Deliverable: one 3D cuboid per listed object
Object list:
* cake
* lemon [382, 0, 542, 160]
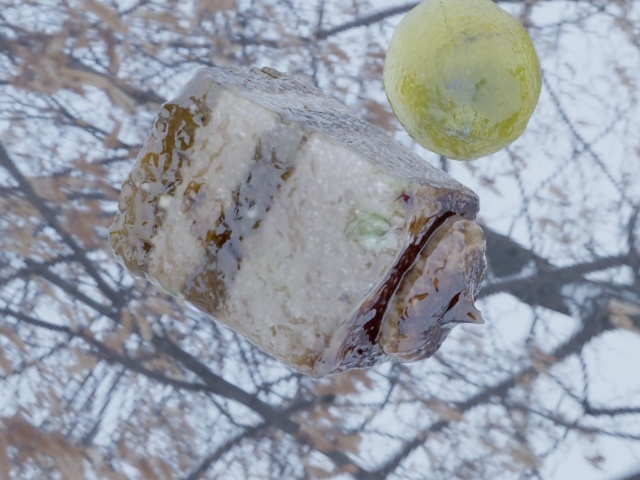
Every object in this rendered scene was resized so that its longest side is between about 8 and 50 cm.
[{"bbox_3d":[0.000,0.000,1.167,0.196,0.293,0.198,-61,-19,13],"label":"cake"},{"bbox_3d":[0.073,-0.084,0.720,0.082,0.111,0.082,-1,-61,-2],"label":"lemon"}]
